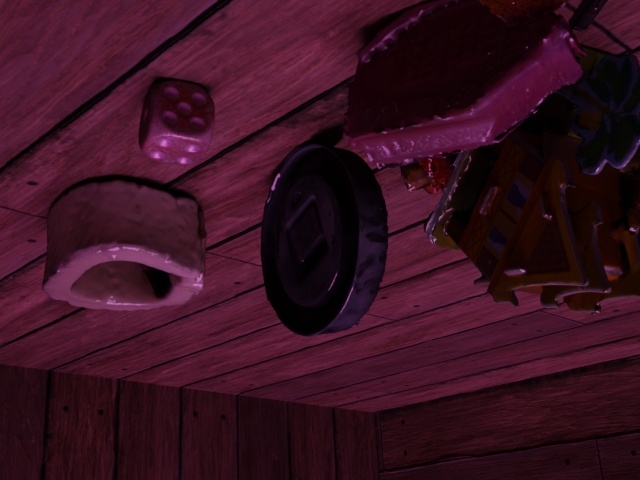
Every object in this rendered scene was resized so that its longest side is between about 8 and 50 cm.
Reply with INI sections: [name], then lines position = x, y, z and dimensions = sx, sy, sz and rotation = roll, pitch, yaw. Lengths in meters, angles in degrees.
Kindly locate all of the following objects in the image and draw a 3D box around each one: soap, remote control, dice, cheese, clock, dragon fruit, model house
[soap]
position = 0.178, -0.206, 1.100
dimensions = 0.289, 0.182, 0.112
rotation = -9, 157, 31
[remote control]
position = 0.341, -0.291, 1.120
dimensions = 0.034, 0.016, 0.091
rotation = -4, 160, -9
[dice]
position = -0.205, -0.166, 1.270
dimensions = 0.091, 0.094, 0.093
rotation = 10, 156, -22
[cheese]
position = -0.351, 0.016, 1.647
dimensions = 0.292, 0.153, 0.332
rotation = 7, 158, -24
[clock]
position = -0.001, 0.001, 1.437
dimensions = 0.061, 0.313, 0.312
rotation = 3, 159, -31
[dragon fruit]
position = 0.228, -0.103, 1.413
dimensions = 0.205, 0.152, 0.317
rotation = -12, 157, 26
[model house]
position = 0.353, -0.064, 1.160
dimensions = 0.242, 0.313, 0.358
rotation = 9, 115, -30

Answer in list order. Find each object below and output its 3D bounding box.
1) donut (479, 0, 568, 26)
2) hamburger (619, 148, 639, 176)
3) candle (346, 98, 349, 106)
[donut]
position = 0.226, -0.311, 0.905
dimensions = 0.126, 0.144, 0.186
rotation = 25, 179, -13
[hamburger]
position = 0.509, -0.088, 1.530
dimensions = 0.215, 0.122, 0.189
rotation = -22, 158, 33
[candle]
position = 0.115, -0.210, 1.260
dimensions = 0.162, 0.048, 0.053
rotation = -12, -159, 6
